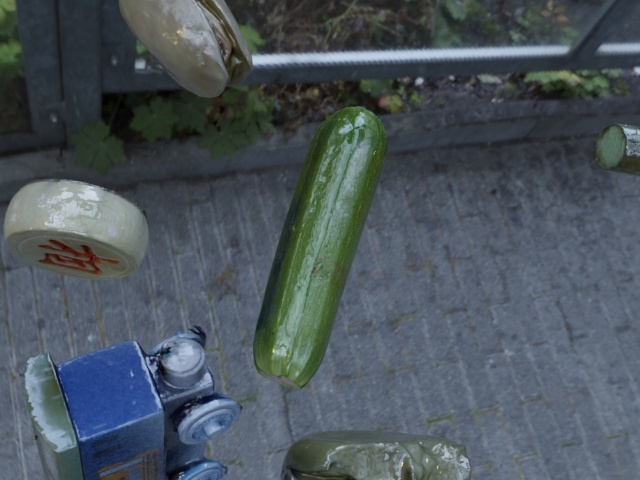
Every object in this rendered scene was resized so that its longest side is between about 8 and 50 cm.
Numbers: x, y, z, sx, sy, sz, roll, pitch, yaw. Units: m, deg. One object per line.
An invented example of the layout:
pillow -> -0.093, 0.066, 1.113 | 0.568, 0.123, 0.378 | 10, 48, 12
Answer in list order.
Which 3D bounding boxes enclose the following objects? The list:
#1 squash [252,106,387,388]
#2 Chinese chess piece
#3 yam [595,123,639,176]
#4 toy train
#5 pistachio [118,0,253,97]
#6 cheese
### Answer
squash -> 0.000, 0.000, 0.631 | 0.066, 0.066, 0.228 | 19, 74, -6
Chinese chess piece -> -0.212, -0.007, 0.708 | 0.122, 0.122, 0.051 | 12, 66, -10
yam -> 0.437, -0.113, 1.054 | 0.147, 0.069, 0.069 | 9, 63, 7
toy train -> -0.204, 0.216, 0.883 | 0.202, 0.299, 0.131 | -17, 55, -24
pistachio -> -0.185, -0.292, 1.115 | 0.223, 0.152, 0.126 | 42, 49, 18
cheese -> 0.046, 0.256, 0.884 | 0.203, 0.175, 0.091 | 6, 79, -32
